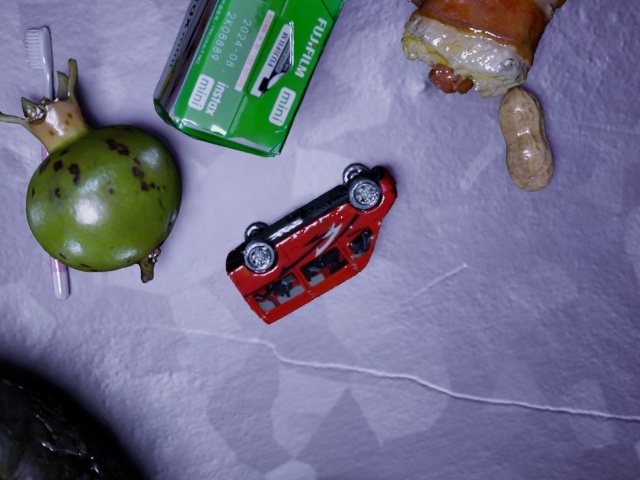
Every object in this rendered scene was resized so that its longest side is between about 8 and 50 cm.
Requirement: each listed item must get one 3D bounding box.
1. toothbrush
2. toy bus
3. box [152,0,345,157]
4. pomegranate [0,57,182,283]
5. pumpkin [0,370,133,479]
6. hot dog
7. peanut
[{"bbox_3d":[-0.286,-0.078,1.019,0.025,0.020,0.287,-2,98,9],"label":"toothbrush"},{"bbox_3d":[0.000,0.000,1.002,0.195,0.081,0.089,-31,107,4],"label":"toy bus"},{"bbox_3d":[-0.075,-0.174,0.892,0.103,0.250,0.180,22,95,-19],"label":"box"},{"bbox_3d":[-0.232,-0.064,0.965,0.156,0.156,0.220,-44,77,6],"label":"pomegranate"},{"bbox_3d":[-0.358,0.311,0.864,0.454,0.454,0.344,34,124,-5],"label":"pumpkin"},{"bbox_3d":[0.173,-0.241,0.960,0.146,0.103,0.213,34,87,17],"label":"hot dog"},{"bbox_3d":[0.211,-0.105,0.999,0.054,0.054,0.113,-15,101,2],"label":"peanut"}]
